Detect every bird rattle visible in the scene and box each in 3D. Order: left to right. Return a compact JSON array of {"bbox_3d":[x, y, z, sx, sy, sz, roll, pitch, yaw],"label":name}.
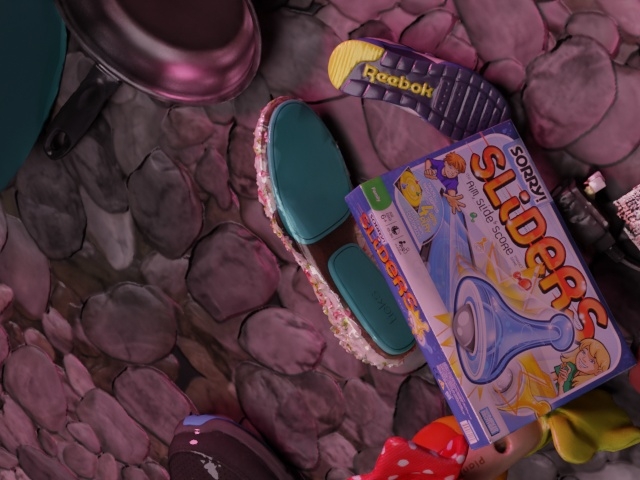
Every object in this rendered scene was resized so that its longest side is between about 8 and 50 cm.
[{"bbox_3d":[0.115,0.179,1.157,0.143,0.253,0.207,46,153,5],"label":"bird rattle"}]

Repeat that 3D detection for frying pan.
[{"bbox_3d":[-0.139,-0.153,1.261,0.197,0.053,0.326,25,143,10],"label":"frying pan"}]

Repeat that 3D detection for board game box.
[{"bbox_3d":[0.122,0.029,1.075,0.201,0.136,0.035,63,156,6],"label":"board game box"}]

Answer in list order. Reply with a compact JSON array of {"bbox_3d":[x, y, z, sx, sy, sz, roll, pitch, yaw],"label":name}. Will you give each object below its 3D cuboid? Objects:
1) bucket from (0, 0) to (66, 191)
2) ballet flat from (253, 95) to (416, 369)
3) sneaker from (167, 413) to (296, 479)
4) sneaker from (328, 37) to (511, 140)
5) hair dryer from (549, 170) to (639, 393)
[{"bbox_3d":[-0.358,-0.144,1.278,0.183,0.281,0.281,28,126,14],"label":"bucket"},{"bbox_3d":[0.000,0.000,1.235,0.077,0.091,0.241,-14,103,60],"label":"ballet flat"},{"bbox_3d":[-0.078,0.328,1.415,0.125,0.139,0.341,-3,110,36],"label":"sneaker"},{"bbox_3d":[0.078,-0.118,1.142,0.144,0.059,0.053,24,104,-1],"label":"sneaker"},{"bbox_3d":[0.302,0.045,1.058,0.223,0.080,0.294,-30,96,39],"label":"hair dryer"}]
